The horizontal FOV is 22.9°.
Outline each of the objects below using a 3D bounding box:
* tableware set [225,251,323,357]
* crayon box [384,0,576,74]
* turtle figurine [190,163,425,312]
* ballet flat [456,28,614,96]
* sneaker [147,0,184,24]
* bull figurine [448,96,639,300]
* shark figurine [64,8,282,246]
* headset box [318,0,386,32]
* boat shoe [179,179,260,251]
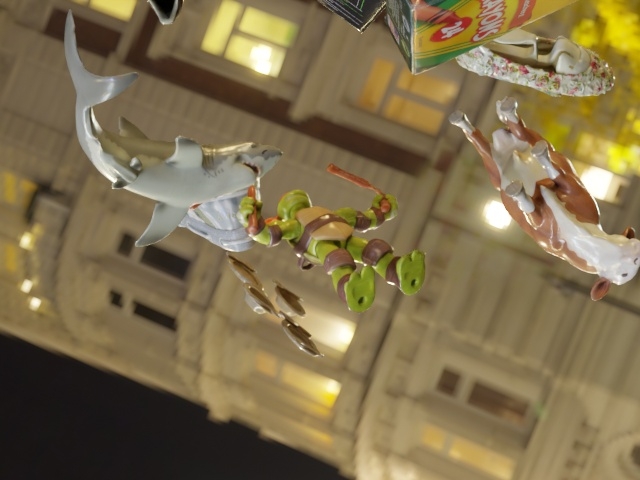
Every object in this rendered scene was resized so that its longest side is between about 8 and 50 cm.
[{"bbox_3d":[-0.060,0.081,2.063,0.020,0.141,0.169,-46,29,12],"label":"tableware set"},{"bbox_3d":[0.226,-0.309,1.723,0.318,0.081,0.202,-25,-14,-2],"label":"crayon box"},{"bbox_3d":[0.000,0.000,1.768,0.269,0.217,0.087,-3,-60,-38],"label":"turtle figurine"},{"bbox_3d":[0.308,-0.259,2.240,0.077,0.241,0.091,108,169,-56],"label":"ballet flat"},{"bbox_3d":[-0.209,-0.351,1.985,0.188,0.066,0.071,63,-160,-53],"label":"sneaker"},{"bbox_3d":[0.276,-0.060,1.938,0.101,0.310,0.188,-40,-52,2],"label":"bull figurine"},{"bbox_3d":[-0.188,-0.104,1.572,0.166,0.116,0.278,-41,-40,17],"label":"shark figurine"},{"bbox_3d":[0.115,-0.456,2.091,0.283,0.131,0.246,-43,14,55],"label":"headset box"},{"bbox_3d":[-0.136,-0.045,1.987,0.320,0.118,0.103,-172,70,-74],"label":"boat shoe"}]
